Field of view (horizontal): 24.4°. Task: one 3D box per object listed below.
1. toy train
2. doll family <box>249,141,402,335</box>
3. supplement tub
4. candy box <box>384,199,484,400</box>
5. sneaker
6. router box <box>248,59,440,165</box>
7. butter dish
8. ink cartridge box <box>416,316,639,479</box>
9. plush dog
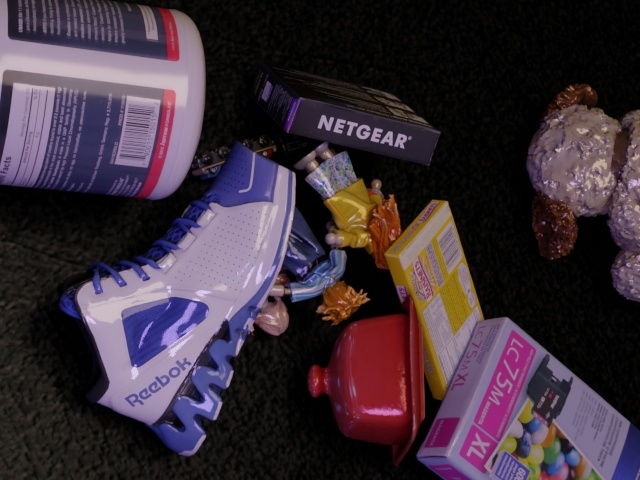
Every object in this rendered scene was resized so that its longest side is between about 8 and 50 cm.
[{"bbox_3d":[-0.075,-0.094,1.625,0.158,0.027,0.036,-19,97,-33],"label":"toy train"},{"bbox_3d":[0.000,0.000,1.584,0.263,0.118,0.163,-39,94,-30],"label":"doll family"},{"bbox_3d":[-0.262,-0.144,1.424,0.272,0.191,0.191,6,73,-20],"label":"supplement tub"},{"bbox_3d":[0.133,0.068,1.636,0.105,0.027,0.206,-45,129,-36],"label":"candy box"},{"bbox_3d":[-0.154,0.041,1.451,0.182,0.127,0.315,21,90,-17],"label":"sneaker"},{"bbox_3d":[0.025,-0.142,1.634,0.179,0.133,0.046,11,109,-26],"label":"router box"},{"bbox_3d":[0.045,0.150,1.570,0.118,0.160,0.160,2,71,-4],"label":"butter dish"},{"bbox_3d":[0.263,0.248,1.677,0.311,0.065,0.186,41,61,-25],"label":"ink cartridge box"},{"bbox_3d":[0.361,-0.080,1.792,0.225,0.210,0.262,10,67,1],"label":"plush dog"}]
